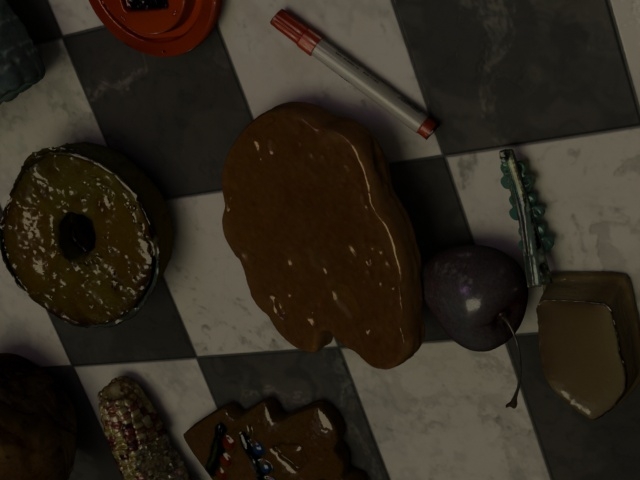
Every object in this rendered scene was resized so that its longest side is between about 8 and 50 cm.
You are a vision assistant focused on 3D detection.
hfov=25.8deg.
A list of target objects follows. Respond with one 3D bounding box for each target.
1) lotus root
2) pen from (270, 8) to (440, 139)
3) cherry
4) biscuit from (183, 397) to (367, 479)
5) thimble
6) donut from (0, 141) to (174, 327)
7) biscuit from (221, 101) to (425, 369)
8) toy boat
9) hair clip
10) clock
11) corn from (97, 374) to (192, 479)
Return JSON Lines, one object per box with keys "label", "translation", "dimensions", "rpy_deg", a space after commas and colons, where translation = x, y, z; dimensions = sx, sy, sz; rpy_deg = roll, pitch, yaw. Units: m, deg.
{"label": "lotus root", "translation": [-0.483, 0.296, 2.140], "dimensions": [0.272, 0.272, 0.192], "rpy_deg": [31, 119, 12]}
{"label": "pen", "translation": [0.040, -0.198, 1.659], "dimensions": [0.239, 0.028, 0.028], "rpy_deg": [37, 130, 7]}
{"label": "cherry", "translation": [0.182, 0.091, 1.694], "dimensions": [0.148, 0.115, 0.188], "rpy_deg": [10, 127, 11]}
{"label": "biscuit", "translation": [-0.072, 0.334, 2.035], "dimensions": [0.301, 0.043, 0.278], "rpy_deg": [12, 122, 25]}
{"label": "thimble", "translation": [-0.498, -0.231, 1.849], "dimensions": [0.250, 0.205, 0.172], "rpy_deg": [-27, 101, 33]}
{"label": "donut", "translation": [-0.317, -0.018, 1.941], "dimensions": [0.272, 0.107, 0.272], "rpy_deg": [11, 120, 20]}
{"label": "biscuit", "translation": [0.000, 0.000, 1.749], "dimensions": [0.312, 0.057, 0.351], "rpy_deg": [-17, 98, 50]}
{"label": "toy boat", "translation": [0.322, 0.133, 1.665], "dimensions": [0.116, 0.061, 0.188], "rpy_deg": [0, 117, 31]}
{"label": "hair clip", "translation": [0.238, -0.028, 1.630], "dimensions": [0.049, 0.049, 0.173], "rpy_deg": [-6, 107, 33]}
{"label": "clock", "translation": [-0.212, -0.324, 1.723], "dimensions": [0.205, 0.051, 0.205], "rpy_deg": [15, 125, 23]}
{"label": "corn", "translation": [-0.257, 0.341, 2.121], "dimensions": [0.098, 0.098, 0.290], "rpy_deg": [-9, 110, 35]}
